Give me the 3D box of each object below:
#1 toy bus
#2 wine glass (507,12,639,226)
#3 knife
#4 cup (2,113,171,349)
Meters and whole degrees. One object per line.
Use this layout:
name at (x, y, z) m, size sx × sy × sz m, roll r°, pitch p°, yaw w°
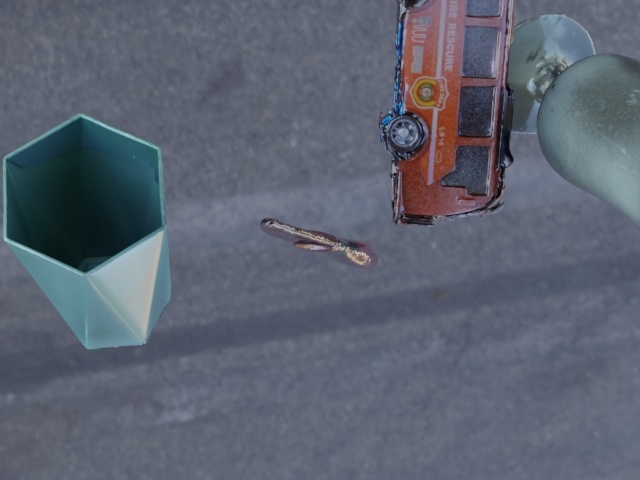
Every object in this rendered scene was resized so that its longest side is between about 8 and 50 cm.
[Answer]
toy bus at (0.090, -0.126, 0.976) m, size 0.096 × 0.073 × 0.235 m, roll 2°, pitch 100°, yaw 3°
wine glass at (0.211, -0.080, 1.000) m, size 0.103 × 0.231 × 0.103 m, roll -10°, pitch 120°, yaw -17°
knife at (0.000, 0.000, 0.877) m, size 0.035 × 0.018 × 0.247 m, roll 13°, pitch 177°, yaw 17°
cup at (-0.194, 0.005, 1.234) m, size 0.148 × 0.134 × 0.235 m, roll -30°, pitch 161°, yaw -12°
